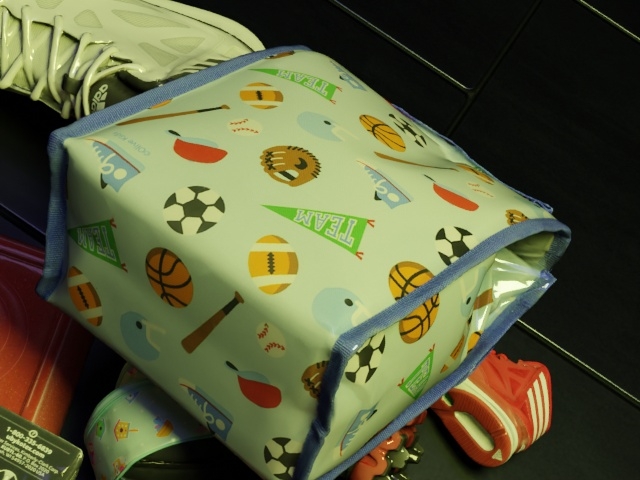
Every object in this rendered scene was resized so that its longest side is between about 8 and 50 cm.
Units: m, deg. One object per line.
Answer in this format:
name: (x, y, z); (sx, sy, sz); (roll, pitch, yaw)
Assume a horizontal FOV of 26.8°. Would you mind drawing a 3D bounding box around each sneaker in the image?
sneaker: (-0.249, -0.191, 1.338); (0.448, 0.169, 0.257); (13, 18, -13)
sneaker: (0.071, 0.117, 1.330); (0.135, 0.097, 0.276); (28, 90, 19)
sneaker: (0.158, 0.134, 1.431); (0.128, 0.087, 0.221); (-13, 62, -46)

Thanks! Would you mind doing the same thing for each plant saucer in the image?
plant saucer: (-0.351, 0.087, 1.278); (0.259, 0.047, 0.258); (20, 56, -8)

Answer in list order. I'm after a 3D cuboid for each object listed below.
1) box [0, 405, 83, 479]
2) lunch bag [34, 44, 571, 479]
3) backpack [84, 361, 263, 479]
box: (-0.308, 0.233, 1.070); (0.165, 0.270, 0.143); (30, 55, -1)
lunch bag: (0.000, 0.000, 1.183); (0.328, 0.238, 0.385); (36, 44, 20)
backpack: (-0.123, 0.172, 1.237); (0.188, 0.166, 0.144); (-15, 65, -31)
